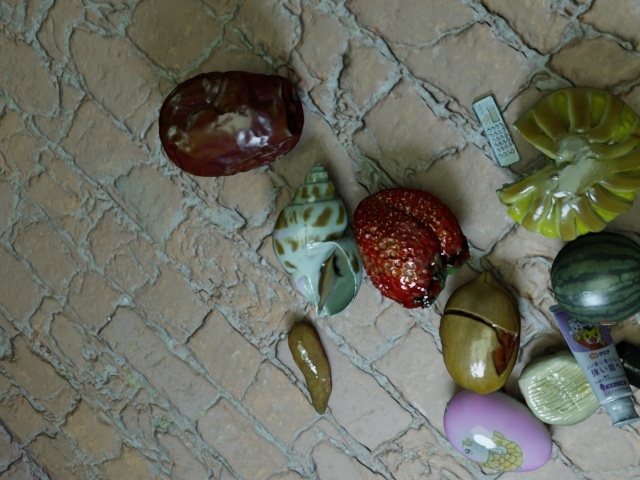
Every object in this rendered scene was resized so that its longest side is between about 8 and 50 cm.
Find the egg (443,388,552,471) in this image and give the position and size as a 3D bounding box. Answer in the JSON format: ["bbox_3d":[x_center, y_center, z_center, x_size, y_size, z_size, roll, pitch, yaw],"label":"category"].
[{"bbox_3d":[0.445,0.474,1.594,0.271,0.196,0.196,9,109,8],"label":"egg"}]

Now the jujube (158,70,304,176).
[{"bbox_3d":[-0.234,-0.294,1.599,0.377,0.276,0.276,-13,101,23],"label":"jujube"}]

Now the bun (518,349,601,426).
[{"bbox_3d":[0.586,0.346,1.535,0.193,0.128,0.178,-36,89,16],"label":"bun"}]

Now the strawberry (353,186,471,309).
[{"bbox_3d":[0.198,0.012,1.530,0.288,0.250,0.238,36,150,7],"label":"strawberry"}]

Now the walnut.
[{"bbox_3d":[0.386,0.221,1.542,0.203,0.203,0.298,1,89,22],"label":"walnut"}]

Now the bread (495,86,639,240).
[{"bbox_3d":[0.538,-0.163,1.356,0.333,0.160,0.333,3,96,26],"label":"bread"}]

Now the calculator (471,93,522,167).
[{"bbox_3d":[0.411,-0.253,1.482,0.057,0.018,0.172,-23,95,25],"label":"calculator"}]

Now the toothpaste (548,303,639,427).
[{"bbox_3d":[0.631,0.268,1.441,0.114,0.073,0.299,-18,62,6],"label":"toothpaste"}]

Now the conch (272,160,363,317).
[{"bbox_3d":[0.000,0.001,1.615,0.249,0.197,0.368,10,125,32],"label":"conch"}]

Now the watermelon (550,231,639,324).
[{"bbox_3d":[0.620,0.083,1.395,0.212,0.212,0.212,6,108,20],"label":"watermelon"}]

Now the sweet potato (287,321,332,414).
[{"bbox_3d":[-0.019,0.366,1.803,0.097,0.097,0.292,-12,102,25],"label":"sweet potato"}]

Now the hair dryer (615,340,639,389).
[{"bbox_3d":[0.801,0.244,1.443,0.197,0.089,0.251,29,108,12],"label":"hair dryer"}]
